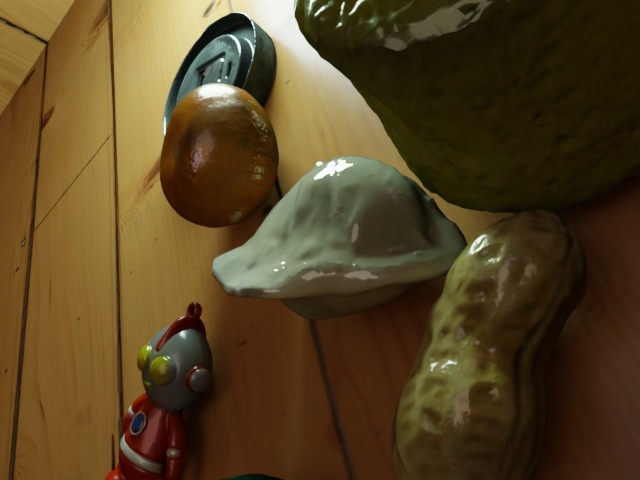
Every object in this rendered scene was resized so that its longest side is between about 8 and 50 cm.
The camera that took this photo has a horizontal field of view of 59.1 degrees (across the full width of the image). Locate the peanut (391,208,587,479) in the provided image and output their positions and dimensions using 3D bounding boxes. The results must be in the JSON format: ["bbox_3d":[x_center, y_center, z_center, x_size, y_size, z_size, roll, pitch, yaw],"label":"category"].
[{"bbox_3d":[0.157,0.115,0.527,0.147,0.147,0.305,10,78,48],"label":"peanut"}]

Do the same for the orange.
[{"bbox_3d":[-0.165,-0.138,0.939,0.240,0.171,0.240,-16,71,53],"label":"orange"}]

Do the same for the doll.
[{"bbox_3d":[-0.254,0.261,0.909,0.200,0.105,0.336,18,87,48],"label":"doll"}]

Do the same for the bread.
[{"bbox_3d":[0.160,-0.218,0.538,0.348,0.308,0.348,-21,58,38],"label":"bread"}]

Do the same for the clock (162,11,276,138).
[{"bbox_3d":[-0.211,-0.307,1.144,0.312,0.061,0.312,-21,59,39],"label":"clock"}]

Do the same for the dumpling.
[{"bbox_3d":[0.000,0.000,0.669,0.318,0.243,0.187,-2,101,57],"label":"dumpling"}]

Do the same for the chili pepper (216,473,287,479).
[{"bbox_3d":[-0.100,0.384,0.611,0.257,0.248,0.233,-23,81,37],"label":"chili pepper"}]
